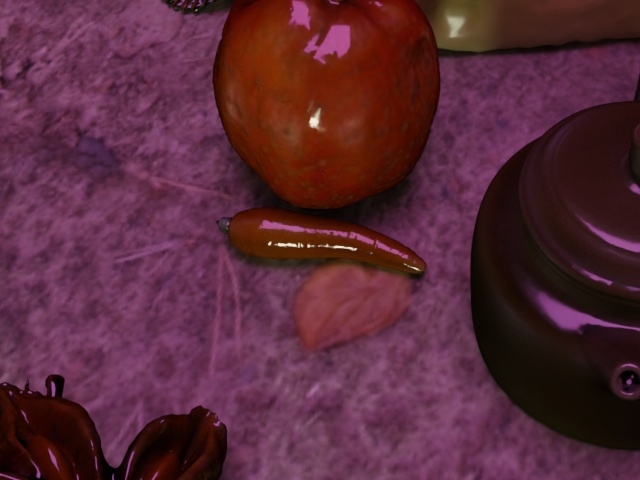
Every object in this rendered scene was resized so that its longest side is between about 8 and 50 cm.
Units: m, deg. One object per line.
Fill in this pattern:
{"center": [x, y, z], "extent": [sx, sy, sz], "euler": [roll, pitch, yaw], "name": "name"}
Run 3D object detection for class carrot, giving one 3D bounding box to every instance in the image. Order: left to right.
{"center": [0.000, 0.000, 0.762], "extent": [0.142, 0.035, 0.035], "euler": [8, 53, 5], "name": "carrot"}

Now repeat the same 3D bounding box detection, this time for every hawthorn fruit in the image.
{"center": [0.012, -0.143, 0.712], "extent": [0.165, 0.285, 0.165], "euler": [4, 54, -5], "name": "hawthorn fruit"}

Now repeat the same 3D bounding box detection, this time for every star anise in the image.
{"center": [-0.116, 0.170, 0.588], "extent": [0.190, 0.126, 0.220], "euler": [17, 28, 16], "name": "star anise"}

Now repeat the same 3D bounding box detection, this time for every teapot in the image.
{"center": [0.183, -0.010, 0.667], "extent": [0.185, 0.175, 0.267], "euler": [10, 54, 9], "name": "teapot"}

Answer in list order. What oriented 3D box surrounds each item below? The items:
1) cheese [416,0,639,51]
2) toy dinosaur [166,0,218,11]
{"center": [0.174, -0.259, 0.818], "extent": [0.384, 0.384, 0.104], "euler": [-5, 46, 0], "name": "cheese"}
{"center": [-0.082, -0.217, 0.934], "extent": [0.106, 0.044, 0.187], "euler": [-21, 66, 5], "name": "toy dinosaur"}
